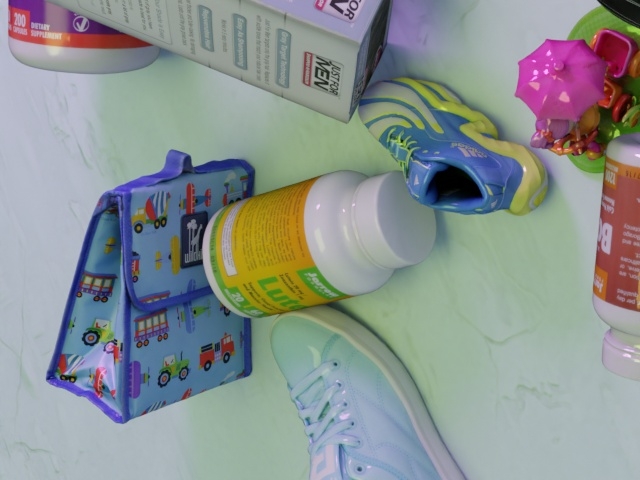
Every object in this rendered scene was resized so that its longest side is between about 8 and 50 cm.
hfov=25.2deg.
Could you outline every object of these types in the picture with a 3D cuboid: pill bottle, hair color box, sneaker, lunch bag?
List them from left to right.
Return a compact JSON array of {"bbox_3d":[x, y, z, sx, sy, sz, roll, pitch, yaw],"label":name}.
[{"bbox_3d":[-0.274,-0.364,1.674,0.182,0.181,0.322,15,109,36],"label":"pill bottle"},{"bbox_3d":[-0.181,0.032,1.665,0.138,0.221,0.293,23,114,33],"label":"lunch bag"},{"bbox_3d":[-0.115,-0.270,1.463,0.375,0.113,0.185,23,161,6],"label":"hair color box"},{"bbox_3d":[0.000,0.000,1.563,0.246,0.136,0.136,-15,90,41],"label":"pill bottle"},{"bbox_3d":[0.039,0.226,1.575,0.366,0.150,0.135,52,126,18],"label":"sneaker"},{"bbox_3d":[0.111,-0.097,1.455,0.240,0.126,0.091,29,117,31],"label":"sneaker"},{"bbox_3d":[0.314,0.016,1.318,0.121,0.121,0.216,14,108,37],"label":"pill bottle"}]

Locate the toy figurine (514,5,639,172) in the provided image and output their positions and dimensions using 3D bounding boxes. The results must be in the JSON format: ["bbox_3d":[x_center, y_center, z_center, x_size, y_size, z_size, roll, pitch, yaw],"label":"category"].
[{"bbox_3d":[0.234,-0.131,1.325,0.130,0.159,0.173,35,121,29],"label":"toy figurine"}]

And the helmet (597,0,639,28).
[{"bbox_3d":[0.300,-0.264,1.250,0.161,0.169,0.169,40,124,6],"label":"helmet"}]
